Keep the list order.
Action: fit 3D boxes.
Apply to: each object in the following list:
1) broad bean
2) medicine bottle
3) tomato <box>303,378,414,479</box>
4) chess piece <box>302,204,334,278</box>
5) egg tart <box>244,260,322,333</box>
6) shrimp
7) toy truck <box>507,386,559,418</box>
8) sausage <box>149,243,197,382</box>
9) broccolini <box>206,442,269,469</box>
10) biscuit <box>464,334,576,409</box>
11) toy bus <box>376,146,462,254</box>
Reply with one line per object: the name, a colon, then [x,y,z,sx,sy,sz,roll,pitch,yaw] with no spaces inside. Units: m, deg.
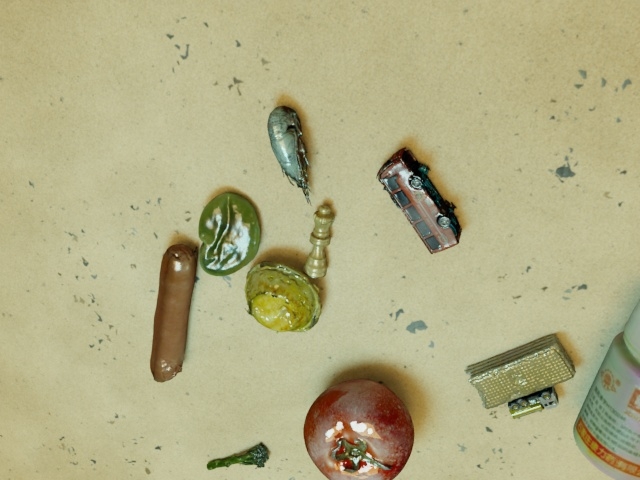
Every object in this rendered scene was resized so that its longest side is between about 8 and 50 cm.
broad bean: [-0.217,-0.008,1.451,0.153,0.072,0.206,20,117,-10]
medicine bottle: [0.701,0.307,1.295,0.219,0.219,0.388,15,117,7]
tomato: [0.097,0.469,1.516,0.270,0.227,0.270,3,106,10]
chess piece: [-0.001,0.000,1.412,0.060,0.060,0.172,14,115,7]
egg tart: [-0.097,0.148,1.467,0.213,0.090,0.212,11,129,13]
shrimp: [-0.059,-0.177,1.332,0.090,0.079,0.232,12,127,49]
toy truck: [0.506,0.384,1.474,0.123,0.052,0.063,-28,110,25]
sausage: [-0.378,0.195,1.577,0.094,0.094,0.418,15,118,2]
broccolini: [-0.238,0.643,1.794,0.216,0.058,0.067,-25,66,31]
biscuit: [0.465,0.313,1.444,0.239,0.062,0.108,-29,106,25]
toy bus: [0.213,-0.082,1.311,0.096,0.073,0.235,-30,106,32]
